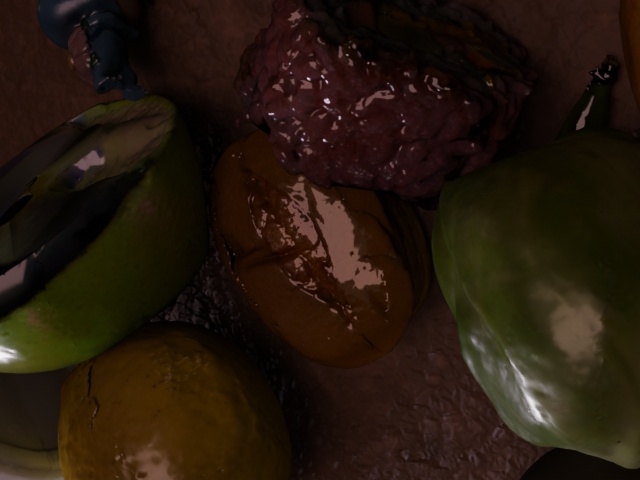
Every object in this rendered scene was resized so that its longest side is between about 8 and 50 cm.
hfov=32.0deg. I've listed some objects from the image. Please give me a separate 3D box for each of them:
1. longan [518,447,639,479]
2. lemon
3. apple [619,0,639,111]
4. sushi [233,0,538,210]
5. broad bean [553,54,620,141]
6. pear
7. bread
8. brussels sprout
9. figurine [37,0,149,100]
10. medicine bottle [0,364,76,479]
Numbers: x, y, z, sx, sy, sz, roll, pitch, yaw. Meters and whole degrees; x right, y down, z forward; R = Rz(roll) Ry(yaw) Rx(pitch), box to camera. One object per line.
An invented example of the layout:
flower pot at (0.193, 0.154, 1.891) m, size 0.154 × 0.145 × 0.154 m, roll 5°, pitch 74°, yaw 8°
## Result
longan at (0.263, 0.300, 1.077) m, size 0.197 × 0.196 × 0.220 m, roll 9°, pitch 102°, yaw 24°
lemon at (-0.164, 0.215, 1.235) m, size 0.253 × 0.253 × 0.310 m, roll -54°, pitch 53°, yaw 25°
apple at (0.381, -0.155, 0.871) m, size 0.299 × 0.299 × 0.275 m, roll 13°, pitch 135°, yaw 23°
sushi at (0.062, -0.149, 1.059) m, size 0.270 × 0.236 × 0.170 m, roll 19°, pitch 125°, yaw -11°
broad bean at (0.216, -0.046, 1.105) m, size 0.060 × 0.043 × 0.297 m, roll 45°, pitch 116°, yaw 23°
pear at (-0.272, 0.016, 1.217) m, size 0.399 × 0.398 × 0.165 m, roll -22°, pitch 118°, yaw 28°
bread at (0.000, 0.000, 1.167) m, size 0.195 × 0.143 × 0.269 m, roll -34°, pitch 87°, yaw 29°
brussels sprout at (0.231, 0.049, 0.966) m, size 0.247 × 0.328 × 0.328 m, roll -16°, pitch 94°, yaw 27°
figurine at (-0.233, -0.240, 1.242) m, size 0.145 × 0.114 × 0.178 m, roll -31°, pitch 64°, yaw 10°
medicine bottle at (-0.424, 0.249, 1.368) m, size 0.252 × 0.252 × 0.241 m, roll 46°, pitch 116°, yaw 10°
